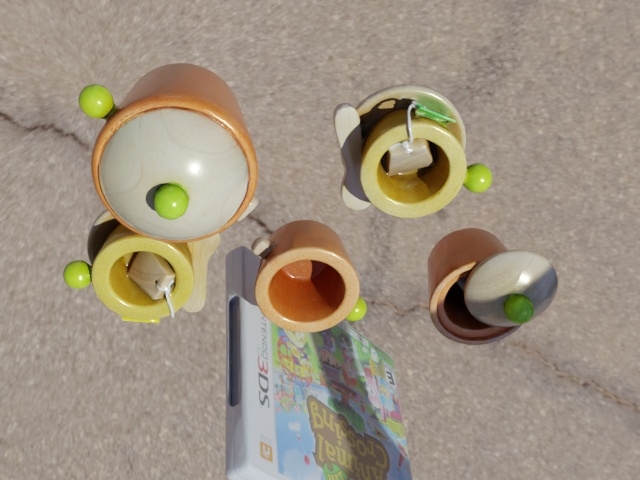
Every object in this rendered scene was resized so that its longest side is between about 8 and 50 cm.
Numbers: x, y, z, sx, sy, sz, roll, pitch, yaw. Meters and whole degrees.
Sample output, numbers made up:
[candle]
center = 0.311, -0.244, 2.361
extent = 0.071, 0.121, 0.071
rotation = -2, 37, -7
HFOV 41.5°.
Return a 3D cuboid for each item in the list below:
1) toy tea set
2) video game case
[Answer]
[toy tea set]
center = 0.000, 0.000, 0.544
extent = 0.336, 0.124, 0.200
rotation = 4, 122, -7
[video game case]
center = 0.004, 0.129, 0.659
extent = 0.023, 0.193, 0.212
rotation = -30, 132, 24
